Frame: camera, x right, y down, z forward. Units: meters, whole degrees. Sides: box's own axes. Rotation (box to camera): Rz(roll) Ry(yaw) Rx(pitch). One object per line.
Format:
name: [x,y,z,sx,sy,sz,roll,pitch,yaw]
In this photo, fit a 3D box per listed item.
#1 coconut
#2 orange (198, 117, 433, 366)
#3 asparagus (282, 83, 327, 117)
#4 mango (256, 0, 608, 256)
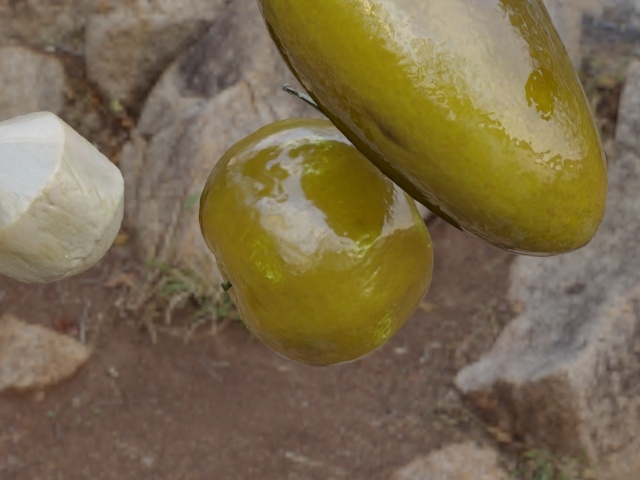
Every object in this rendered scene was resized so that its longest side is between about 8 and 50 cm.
coconut: [-0.509,-0.080,2.176,0.328,0.329,0.329,2,21,-1]
orange: [0.000,0.000,1.351,0.235,0.279,0.279,-27,26,-4]
asparagus: [-0.018,-0.263,2.390,0.127,0.018,0.015,32,1,-11]
mango: [0.103,-0.173,1.143,0.220,0.445,0.301,-35,-4,24]
